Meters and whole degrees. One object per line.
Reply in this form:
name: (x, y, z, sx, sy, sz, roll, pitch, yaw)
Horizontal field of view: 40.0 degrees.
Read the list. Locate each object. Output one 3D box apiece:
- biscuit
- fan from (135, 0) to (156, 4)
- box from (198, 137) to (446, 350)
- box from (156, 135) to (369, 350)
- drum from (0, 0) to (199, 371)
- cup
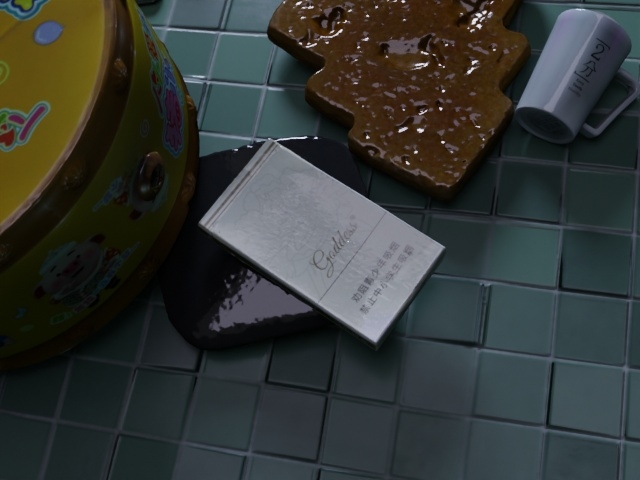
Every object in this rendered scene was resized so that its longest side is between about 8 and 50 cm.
biscuit: (0.088, -0.172, 0.878, 0.278, 0.043, 0.301, -7, 68, 3)
fan: (-0.315, -0.265, 0.991, 0.282, 0.023, 0.057, -12, 75, 4)
box: (0.000, 0.000, 0.782, 0.198, 0.029, 0.109, 33, 75, 17)
box: (-0.053, 0.000, 0.830, 0.213, 0.042, 0.201, -16, 67, 3)
drum: (-0.332, -0.100, 0.795, 0.432, 0.214, 0.430, -5, 68, 11)
cup: (0.250, -0.148, 0.836, 0.104, 0.074, 0.116, 32, 78, -10)
